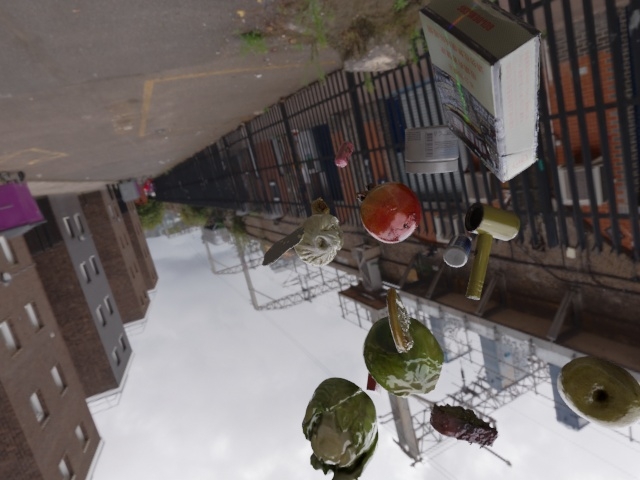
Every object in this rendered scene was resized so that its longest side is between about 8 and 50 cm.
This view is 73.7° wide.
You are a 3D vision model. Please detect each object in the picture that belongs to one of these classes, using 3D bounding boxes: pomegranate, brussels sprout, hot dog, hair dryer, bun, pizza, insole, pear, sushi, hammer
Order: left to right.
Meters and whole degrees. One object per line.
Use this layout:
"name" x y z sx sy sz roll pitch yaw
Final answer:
"insole" -0.123 0.023 1.395 0.248 0.011 0.081 -32 -141 45
"hot dog" -0.001 -0.093 1.658 0.078 0.168 0.061 6 170 -15
"bun" 0.000 0.000 1.534 0.193 0.178 0.128 -40 -164 5
"brussels sprout" 0.111 0.856 1.994 0.343 0.424 0.361 3 -169 30
"hammer" 0.070 -0.251 1.245 0.043 0.043 0.083 -5 -129 37
"pomegranate" 0.226 -0.102 1.442 0.235 0.210 0.210 36 -142 24
"pizza" 0.254 0.266 1.309 0.034 0.181 0.262 -14 146 20
"brussels sprout" 0.340 0.462 1.747 0.344 0.343 0.268 -7 -170 29
"sushi" 0.520 0.691 1.603 0.162 0.107 0.241 8 -176 -31
"hair dryer" 0.486 0.038 1.254 0.135 0.278 0.090 14 177 -15
"pear" 0.837 0.450 1.273 0.229 0.188 0.211 29 -170 35

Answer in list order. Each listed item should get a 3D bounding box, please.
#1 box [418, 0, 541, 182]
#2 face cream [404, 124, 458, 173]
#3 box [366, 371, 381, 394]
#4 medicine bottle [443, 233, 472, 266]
"box" 0.290 -0.267 0.761 0.084 0.310 0.198 -34 -126 7
"face cream" 0.374 -0.310 1.442 0.178 0.152 0.177 -4 -167 1
"box" 0.274 0.705 2.135 0.048 0.112 0.175 3 157 19
"medicine bottle" 0.639 0.039 1.970 0.107 0.106 0.191 -7 -161 31
